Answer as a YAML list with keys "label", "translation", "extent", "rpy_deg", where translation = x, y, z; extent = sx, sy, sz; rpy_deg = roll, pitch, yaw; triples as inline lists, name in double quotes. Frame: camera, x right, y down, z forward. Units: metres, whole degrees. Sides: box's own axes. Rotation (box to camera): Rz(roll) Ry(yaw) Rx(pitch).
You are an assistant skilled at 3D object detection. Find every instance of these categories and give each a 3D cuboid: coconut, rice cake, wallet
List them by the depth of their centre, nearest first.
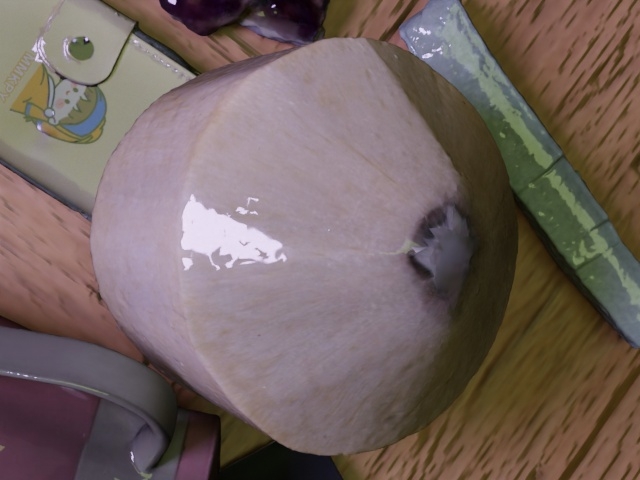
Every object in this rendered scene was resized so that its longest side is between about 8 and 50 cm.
- label: "coconut"
  translation: [0.000, 0.000, 0.619]
  extent: [0.202, 0.222, 0.202]
  rpy_deg: [-4, 98, -31]
- label: "wallet"
  translation: [-0.149, -0.088, 0.699]
  extent: [0.155, 0.039, 0.110]
  rpy_deg: [34, 89, -7]
- label: "rice cake"
  translation: [0.131, -0.040, 0.738]
  extent: [0.045, 0.042, 0.245]
  rpy_deg: [-36, 96, 6]

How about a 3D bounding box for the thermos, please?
- label: "thermos"
  translation: [-0.180, 0.094, 0.629]
  extent: [0.265, 0.176, 0.146]
  rpy_deg: [15, 53, -6]

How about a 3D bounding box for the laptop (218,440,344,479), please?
- label: "laptop"
  translation: [-0.055, 0.197, 0.696]
  extent: [0.180, 0.016, 0.129]
  rpy_deg: [-27, 59, -8]

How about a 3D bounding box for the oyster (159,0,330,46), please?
- label: "oyster"
  translation: [-0.068, -0.257, 0.681]
  extent: [0.271, 0.100, 0.275]
  rpy_deg: [5, 85, -23]
